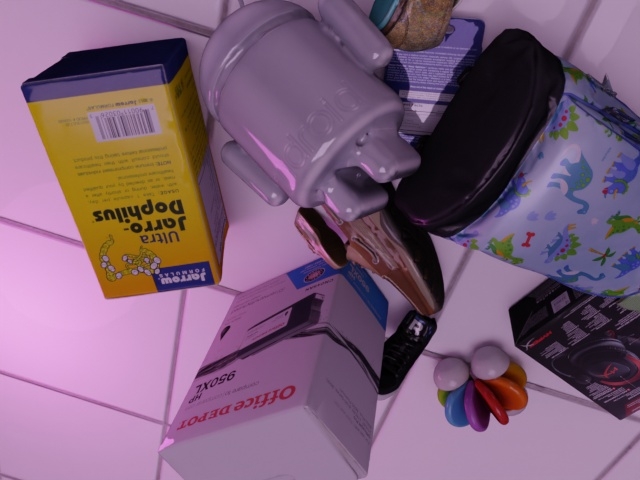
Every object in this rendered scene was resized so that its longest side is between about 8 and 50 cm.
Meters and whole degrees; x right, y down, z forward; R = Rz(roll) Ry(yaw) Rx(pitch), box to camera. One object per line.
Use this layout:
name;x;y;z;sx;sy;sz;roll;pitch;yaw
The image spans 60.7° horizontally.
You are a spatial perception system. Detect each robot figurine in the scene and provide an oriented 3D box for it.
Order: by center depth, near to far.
robot figurine;-0.027;-0.187;0.756;0.353;0.200;0.300;46;116;13

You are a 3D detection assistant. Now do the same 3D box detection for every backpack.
backpack;0.340;-0.072;0.762;0.356;0.273;0.290;16;119;-33

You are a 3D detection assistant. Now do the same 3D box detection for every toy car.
toy car;0.316;0.309;1.073;0.182;0.136;0.159;-24;115;24

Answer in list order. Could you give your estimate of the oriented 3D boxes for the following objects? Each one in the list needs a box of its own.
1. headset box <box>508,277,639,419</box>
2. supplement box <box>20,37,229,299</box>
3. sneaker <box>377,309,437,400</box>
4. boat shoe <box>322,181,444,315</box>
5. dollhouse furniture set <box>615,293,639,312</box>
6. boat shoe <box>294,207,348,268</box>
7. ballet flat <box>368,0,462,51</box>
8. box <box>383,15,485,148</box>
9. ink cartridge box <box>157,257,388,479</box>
headset box;0.520;0.170;0.957;0.293;0.110;0.218;34;122;-10
supplement box;-0.281;-0.112;0.873;0.196;0.194;0.356;-8;120;0
sneaker;0.146;0.192;1.000;0.079;0.217;0.121;33;120;16
boat shoe;0.100;-0.008;0.938;0.120;0.122;0.323;-25;106;30
dollhouse furniture set;0.509;0.068;0.792;0.076;0.058;0.151;17;125;-1
boat shoe;0.000;0.000;0.974;0.135;0.050;0.045;56;138;21
ballet flat;0.170;-0.402;0.668;0.123;0.123;0.348;21;115;-2
box;0.160;-0.218;0.822;0.137;0.036;0.225;7;117;7
ink cartridge box;-0.055;0.222;0.941;0.286;0.394;0.166;-25;114;24
